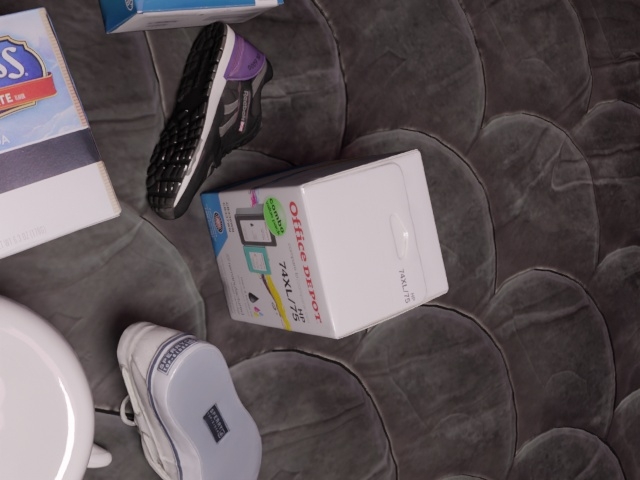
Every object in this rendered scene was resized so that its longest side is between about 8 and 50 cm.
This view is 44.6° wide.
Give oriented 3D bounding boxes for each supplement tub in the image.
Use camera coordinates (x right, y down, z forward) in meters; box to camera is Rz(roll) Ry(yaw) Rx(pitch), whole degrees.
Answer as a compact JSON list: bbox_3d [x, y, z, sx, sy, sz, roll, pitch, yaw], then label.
[{"bbox_3d":[-0.354,0.169,0.765,0.241,0.331,0.240,2,84,-19],"label":"supplement tub"}]

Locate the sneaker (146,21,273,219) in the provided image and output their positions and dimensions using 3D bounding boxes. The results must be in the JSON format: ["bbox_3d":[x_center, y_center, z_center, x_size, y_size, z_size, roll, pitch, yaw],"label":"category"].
[{"bbox_3d":[-0.137,-0.150,1.080,0.124,0.107,0.283,27,76,-38],"label":"sneaker"}]

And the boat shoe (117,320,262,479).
[{"bbox_3d":[-0.190,0.239,1.030,0.136,0.157,0.367,-47,144,-30],"label":"boat shoe"}]

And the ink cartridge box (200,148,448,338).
[{"bbox_3d":[0.000,0.000,1.071,0.197,0.270,0.198,-19,100,-33],"label":"ink cartridge box"}]

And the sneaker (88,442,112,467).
[{"bbox_3d":[-0.325,0.243,0.980,0.152,0.054,0.061,32,70,-30],"label":"sneaker"}]

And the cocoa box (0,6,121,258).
[{"bbox_3d":[-0.430,-0.071,0.796,0.347,0.231,0.227,-25,103,-32],"label":"cocoa box"}]

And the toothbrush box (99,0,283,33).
[{"bbox_3d":[-0.192,-0.437,1.022,0.217,0.126,0.295,-16,100,-33],"label":"toothbrush box"}]
